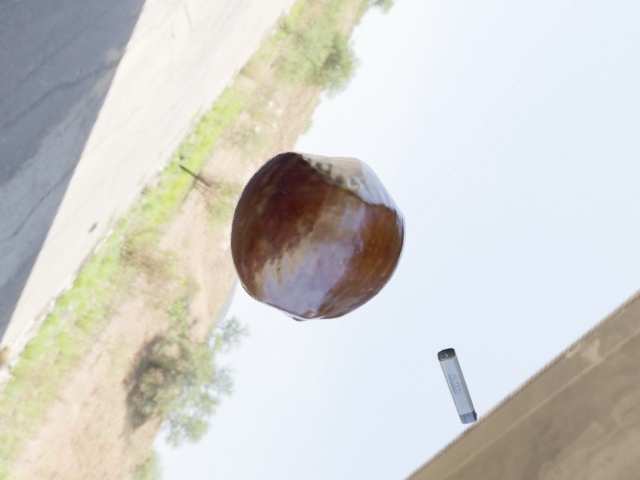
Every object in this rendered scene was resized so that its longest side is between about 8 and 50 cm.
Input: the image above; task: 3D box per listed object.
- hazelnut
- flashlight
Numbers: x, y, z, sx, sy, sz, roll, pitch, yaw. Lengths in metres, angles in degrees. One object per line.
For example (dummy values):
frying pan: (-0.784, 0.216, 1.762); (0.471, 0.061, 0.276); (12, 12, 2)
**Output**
hazelnut: (0.000, 0.000, 0.507); (0.143, 0.154, 0.143); (-17, -116, 38)
flashlight: (0.134, 0.143, 0.594); (0.018, 0.083, 0.018); (-17, -156, 13)
